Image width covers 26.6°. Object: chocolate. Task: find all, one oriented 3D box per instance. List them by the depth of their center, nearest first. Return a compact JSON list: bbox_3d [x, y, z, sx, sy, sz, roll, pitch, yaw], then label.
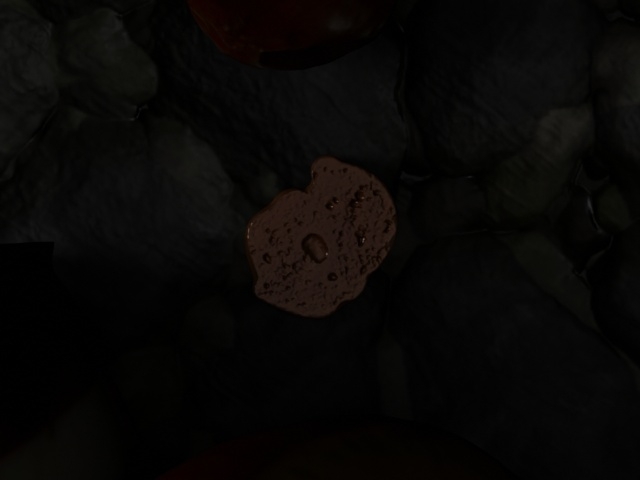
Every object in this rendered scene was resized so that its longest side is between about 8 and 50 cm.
[{"bbox_3d":[-0.245,0.150,0.917,0.283,0.283,0.186,-38,112,-1],"label":"chocolate"}]

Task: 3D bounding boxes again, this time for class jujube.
[{"bbox_3d":[-0.031,-0.236,0.945,0.168,0.168,0.236,-13,78,-4],"label":"jujube"}]

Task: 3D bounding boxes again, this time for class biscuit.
[{"bbox_3d":[0.000,0.000,1.030,0.102,0.019,0.130,41,89,-7],"label":"biscuit"}]

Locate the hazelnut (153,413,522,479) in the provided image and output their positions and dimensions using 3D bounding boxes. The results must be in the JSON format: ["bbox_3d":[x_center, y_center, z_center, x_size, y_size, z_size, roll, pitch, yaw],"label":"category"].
[{"bbox_3d":[-0.001,0.305,0.869,0.409,0.359,0.359,-5,96,-43],"label":"hazelnut"}]
